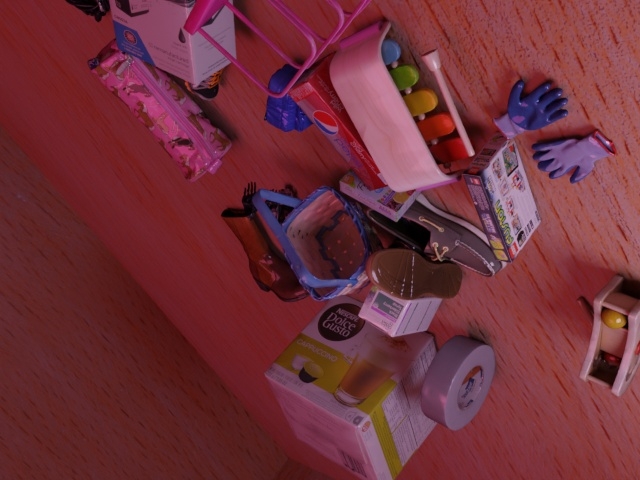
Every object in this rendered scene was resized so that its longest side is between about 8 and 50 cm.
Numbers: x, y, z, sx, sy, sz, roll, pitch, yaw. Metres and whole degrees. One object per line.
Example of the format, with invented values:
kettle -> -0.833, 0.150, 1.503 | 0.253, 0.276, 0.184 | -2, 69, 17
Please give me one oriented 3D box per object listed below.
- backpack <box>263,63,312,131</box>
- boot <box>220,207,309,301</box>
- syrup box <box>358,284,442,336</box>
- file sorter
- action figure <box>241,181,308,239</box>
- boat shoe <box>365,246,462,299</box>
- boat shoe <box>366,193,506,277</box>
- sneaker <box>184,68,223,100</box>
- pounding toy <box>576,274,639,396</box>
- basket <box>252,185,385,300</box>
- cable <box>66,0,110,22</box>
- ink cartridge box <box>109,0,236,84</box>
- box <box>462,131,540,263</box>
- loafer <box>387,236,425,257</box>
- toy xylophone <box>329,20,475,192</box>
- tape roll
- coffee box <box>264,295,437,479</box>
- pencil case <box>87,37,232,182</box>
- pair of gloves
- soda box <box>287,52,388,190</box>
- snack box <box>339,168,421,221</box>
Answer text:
backpack -> -0.048, -0.287, 1.598 | 0.101, 0.098, 0.120 | 26, 139, 21
boot -> -0.143, 0.031, 2.296 | 0.264, 0.096, 0.280 | 21, 141, 52
syrup box -> 0.186, 0.150, 1.825 | 0.093, 0.096, 0.237 | 30, -171, 24
file sorter -> -0.021, -0.383, 1.177 | 0.182, 0.290, 0.202 | 42, 155, -8
action figure -> -0.060, -0.059, 1.942 | 0.164, 0.140, 0.276 | 10, 168, 35
boat shoe -> 0.184, 0.073, 1.702 | 0.285, 0.104, 0.089 | 16, 178, -43
boat shoe -> 0.233, -0.010, 1.645 | 0.305, 0.091, 0.109 | 35, 154, 15
sneaker -> -0.244, -0.380, 1.744 | 0.083, 0.084, 0.215 | 28, 151, 17
pounding toy -> 0.512, 0.176, 1.475 | 0.155, 0.154, 0.269 | 23, 149, 33
basket -> 0.000, 0.000, 1.741 | 0.201, 0.289, 0.254 | -46, 61, 28
cable -> -0.572, -0.603, 1.887 | 0.184, 0.047, 0.150 | 46, 155, -9
ink cartridge box -> -0.288, -0.484, 1.513 | 0.223, 0.129, 0.307 | 29, 141, 25
box -> 0.318, -0.073, 1.396 | 0.036, 0.114, 0.207 | 14, 143, 44
loafer -> 0.177, 0.050, 1.836 | 0.080, 0.078, 0.220 | 39, 155, 6
toy xylophone -> 0.151, -0.217, 1.379 | 0.236, 0.081, 0.322 | -3, 121, 41
tape roll -> 0.330, 0.338, 1.918 | 0.072, 0.219, 0.219 | 21, 148, 36
coffee box -> 0.111, 0.408, 2.208 | 0.338, 0.334, 0.338 | 23, 147, 36
pencil case -> -0.379, -0.323, 1.942 | 0.160, 0.167, 0.386 | -28, 112, 29
pair of gloves -> 0.365, -0.173, 1.278 | 0.198, 0.023, 0.159 | 44, 153, -8
soda box -> 0.062, -0.224, 1.541 | 0.263, 0.092, 0.083 | 49, 154, -17
snack box -> 0.123, -0.112, 1.626 | 0.141, 0.100, 0.037 | 31, 153, 22
